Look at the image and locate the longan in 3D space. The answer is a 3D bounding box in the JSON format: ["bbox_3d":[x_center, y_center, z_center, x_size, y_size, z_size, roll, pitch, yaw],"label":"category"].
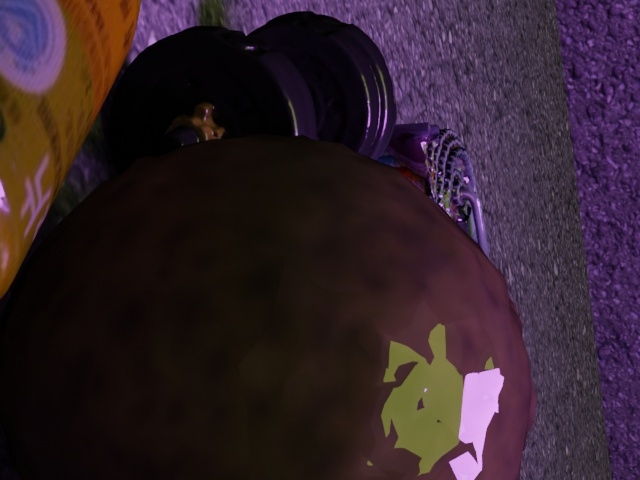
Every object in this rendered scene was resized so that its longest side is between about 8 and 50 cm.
[{"bbox_3d":[-0.037,0.113,0.933,0.391,0.391,0.391,-4,90,-68],"label":"longan"}]

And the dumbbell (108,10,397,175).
[{"bbox_3d":[-0.053,-0.116,1.202,0.388,0.185,0.185,-32,116,-66],"label":"dumbbell"}]

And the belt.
[{"bbox_3d":[0.139,-0.023,1.679,0.207,0.160,0.295,-40,124,-63],"label":"belt"}]

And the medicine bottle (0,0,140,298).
[{"bbox_3d":[-0.250,-0.049,0.662,0.384,0.224,0.224,-72,149,-42],"label":"medicine bottle"}]
